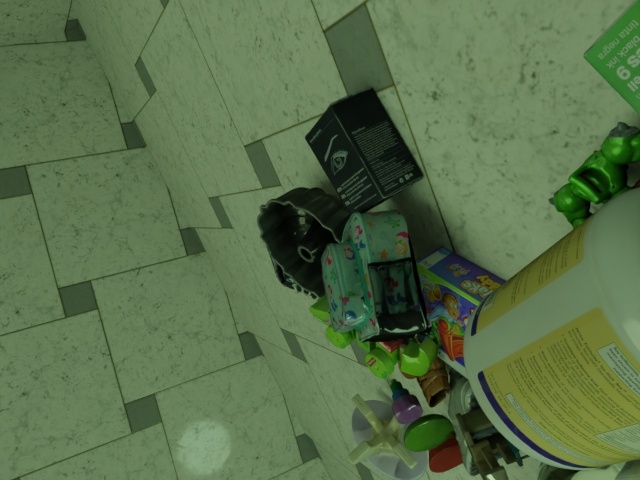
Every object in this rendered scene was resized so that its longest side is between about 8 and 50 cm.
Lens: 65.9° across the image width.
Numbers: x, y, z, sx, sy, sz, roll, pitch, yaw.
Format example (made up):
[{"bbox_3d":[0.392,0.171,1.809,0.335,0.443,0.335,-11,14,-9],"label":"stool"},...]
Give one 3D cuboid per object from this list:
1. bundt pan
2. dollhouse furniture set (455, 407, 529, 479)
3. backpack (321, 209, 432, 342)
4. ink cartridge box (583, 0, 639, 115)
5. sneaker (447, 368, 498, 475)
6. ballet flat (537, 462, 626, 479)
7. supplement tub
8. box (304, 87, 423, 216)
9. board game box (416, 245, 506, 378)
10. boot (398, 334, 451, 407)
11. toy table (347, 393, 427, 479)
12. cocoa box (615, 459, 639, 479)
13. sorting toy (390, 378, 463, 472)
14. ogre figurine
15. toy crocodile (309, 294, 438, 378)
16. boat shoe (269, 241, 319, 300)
[{"bbox_3d":[0.000,0.000,1.261,0.331,0.124,0.330,31,146,24],"label":"bundt pan"},{"bbox_3d":[0.371,0.426,0.971,0.183,0.129,0.128,-98,-15,-75],"label":"dollhouse furniture set"},{"bbox_3d":[0.101,0.069,0.983,0.225,0.191,0.253,112,157,-73],"label":"backpack"},{"bbox_3d":[0.385,-0.104,0.364,0.289,0.211,0.121,55,154,12],"label":"ink cartridge box"},{"bbox_3d":[0.355,0.417,1.147,0.115,0.105,0.281,-142,40,-62],"label":"sneaker"},{"bbox_3d":[0.463,0.422,0.876,0.139,0.139,0.400,47,152,27],"label":"ballet flat"},{"bbox_3d":[0.334,0.093,0.523,0.241,0.241,0.331,53,148,16],"label":"supplement tub"},{"bbox_3d":[0.082,-0.171,0.991,0.207,0.108,0.153,61,156,0],"label":"box"},{"bbox_3d":[0.334,0.189,0.936,0.347,0.078,0.233,35,145,43],"label":"board game box"},{"bbox_3d":[0.248,0.331,1.189,0.197,0.073,0.152,97,165,-48],"label":"boot"},{"bbox_3d":[0.190,0.572,1.456,0.274,0.252,0.161,29,158,32],"label":"toy table"},{"bbox_3d":[0.543,0.300,0.473,0.347,0.231,0.228,52,153,17],"label":"cocoa box"},{"bbox_3d":[0.264,0.461,1.267,0.365,0.127,0.126,52,-171,-36],"label":"sorting toy"},{"bbox_3d":[0.365,-0.061,0.593,0.118,0.097,0.197,40,162,15],"label":"ogre figurine"},{"bbox_3d":[0.111,0.207,1.133,0.341,0.115,0.105,28,138,40],"label":"toy crocodile"},{"bbox_3d":[-0.036,0.129,1.475,0.127,0.158,0.340,1,117,62],"label":"boat shoe"}]
